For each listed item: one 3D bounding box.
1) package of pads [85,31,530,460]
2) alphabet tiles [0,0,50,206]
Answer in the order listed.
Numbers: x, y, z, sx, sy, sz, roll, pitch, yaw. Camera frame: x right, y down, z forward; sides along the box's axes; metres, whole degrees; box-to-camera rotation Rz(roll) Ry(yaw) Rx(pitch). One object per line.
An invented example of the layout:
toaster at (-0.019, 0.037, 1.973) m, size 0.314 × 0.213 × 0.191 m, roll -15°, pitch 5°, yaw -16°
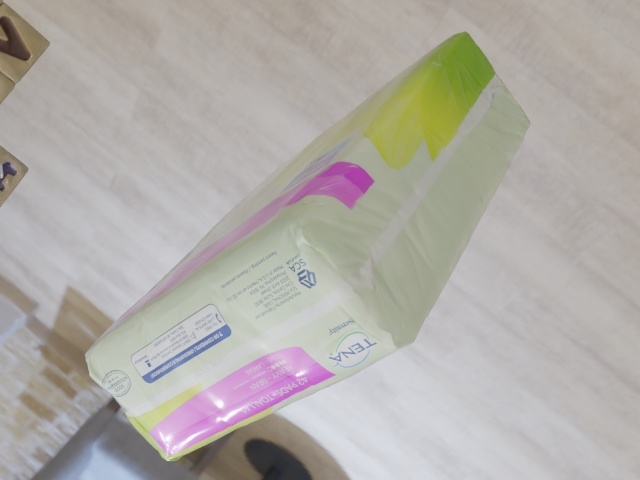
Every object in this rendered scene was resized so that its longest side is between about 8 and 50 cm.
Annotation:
package of pads at (0.000, 0.000, 0.581) m, size 0.229 × 0.296 × 0.101 m, roll -33°, pitch 101°, yaw 40°
alphabet tiles at (-0.278, -0.075, 0.513) m, size 0.198 × 0.237 × 0.009 m, roll 42°, pitch 155°, yaw -27°
